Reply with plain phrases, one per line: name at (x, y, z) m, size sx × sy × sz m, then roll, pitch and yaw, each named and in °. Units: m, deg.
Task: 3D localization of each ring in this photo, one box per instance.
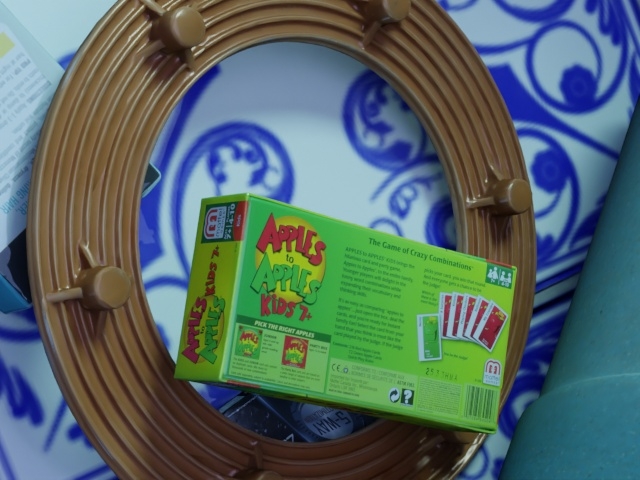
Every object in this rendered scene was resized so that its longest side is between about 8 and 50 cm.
ring at (0.000, 0.000, 0.864) m, size 0.337 × 0.032 × 0.336 m, roll 3°, pitch 84°, yaw -37°

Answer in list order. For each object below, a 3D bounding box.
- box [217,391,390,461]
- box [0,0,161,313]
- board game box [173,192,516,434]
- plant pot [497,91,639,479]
box at (-0.012, 0.103, 0.895) m, size 0.083 × 0.018 × 0.067 m, roll -34°, pitch 98°, yaw -23°
box at (-0.203, -0.084, 0.809) m, size 0.244 × 0.060 × 0.100 m, roll 48°, pitch 68°, yaw -12°
board game box at (0.017, 0.041, 0.828) m, size 0.181 × 0.043 × 0.092 m, roll 15°, pitch 78°, yaw -36°
plant pot at (0.278, 0.056, 0.875) m, size 0.341 × 0.341 × 0.334 m, roll 25°, pitch 68°, yaw -19°
